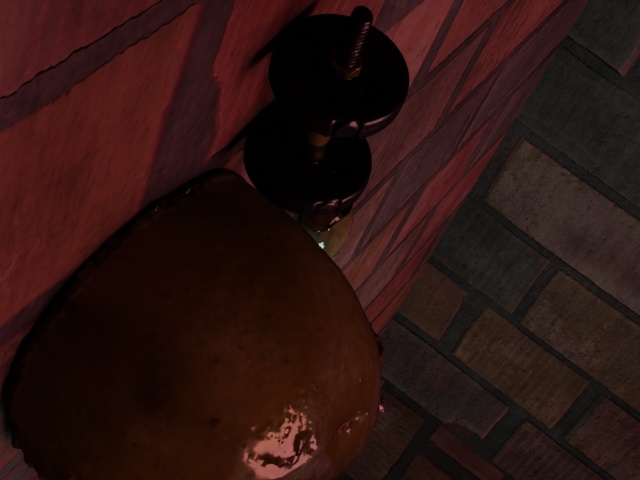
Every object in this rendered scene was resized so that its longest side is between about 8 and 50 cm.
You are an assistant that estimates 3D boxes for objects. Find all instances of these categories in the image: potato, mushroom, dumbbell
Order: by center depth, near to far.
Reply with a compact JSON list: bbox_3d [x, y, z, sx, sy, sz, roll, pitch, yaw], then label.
[{"bbox_3d":[0.003,-0.129,1.318,0.143,0.143,0.325,-47,169,-33],"label":"dumbbell"},{"bbox_3d":[-0.108,0.167,1.373,0.385,0.319,0.442,-59,167,23],"label":"potato"},{"bbox_3d":[0.000,0.000,1.970,0.100,0.081,0.312,-43,169,-21],"label":"mushroom"}]
